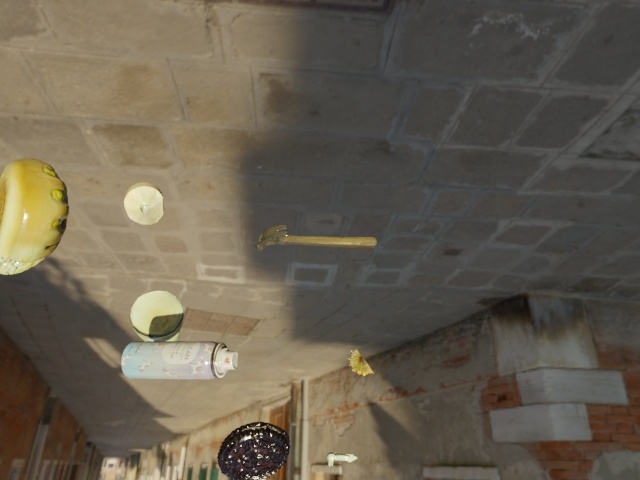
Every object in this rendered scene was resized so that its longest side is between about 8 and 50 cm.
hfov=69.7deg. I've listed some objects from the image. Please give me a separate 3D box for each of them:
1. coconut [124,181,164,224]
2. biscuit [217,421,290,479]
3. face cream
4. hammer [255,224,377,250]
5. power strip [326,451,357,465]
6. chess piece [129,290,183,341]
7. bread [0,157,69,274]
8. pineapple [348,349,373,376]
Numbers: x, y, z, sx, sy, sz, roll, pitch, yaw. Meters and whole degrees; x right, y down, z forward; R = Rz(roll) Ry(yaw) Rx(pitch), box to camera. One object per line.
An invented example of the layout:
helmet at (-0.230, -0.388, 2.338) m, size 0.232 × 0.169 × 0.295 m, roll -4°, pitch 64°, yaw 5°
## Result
coconut at (-0.515, -0.109, 1.349) m, size 0.116 × 0.116 × 0.122 m, roll 16°, pitch -166°, yaw -27°
biscuit at (-0.170, 0.547, 1.190) m, size 0.194 × 0.053 × 0.195 m, roll -6°, pitch 118°, yaw -11°
face cream at (-0.272, 0.236, 0.907) m, size 0.229 × 0.075 × 0.075 m, roll -4°, pitch 153°, yaw 13°
hammer at (0.000, 0.000, 1.615) m, size 0.439 × 0.044 × 0.168 m, roll 3°, pitch 160°, yaw -26°
power strip at (0.058, 0.597, 1.252) m, size 0.083 × 0.035 × 0.055 m, roll 7°, pitch 153°, yaw -9°
chess piece at (-0.446, 0.246, 1.279) m, size 0.133 × 0.133 × 0.243 m, roll 7°, pitch 149°, yaw -11°
bread at (-0.783, -0.067, 1.239) m, size 0.332 × 0.334 × 0.159 m, roll -23°, pitch 156°, yaw 40°
pineapple at (0.094, 0.311, 1.157) m, size 0.045 × 0.083 × 0.019 m, roll -23°, pitch 129°, yaw -12°
